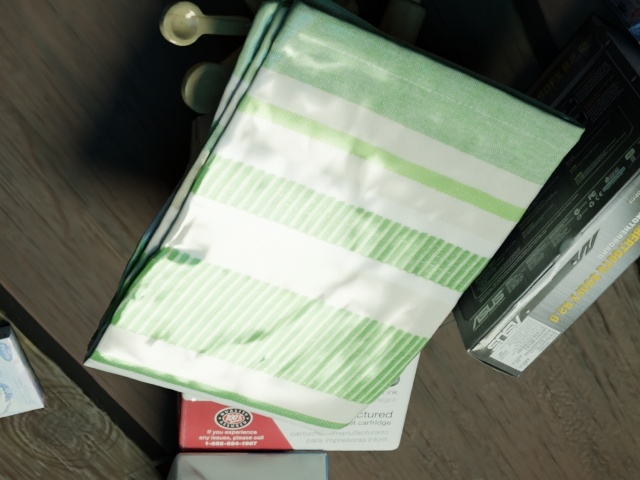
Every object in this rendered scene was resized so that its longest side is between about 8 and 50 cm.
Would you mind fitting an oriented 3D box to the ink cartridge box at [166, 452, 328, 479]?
[{"bbox_3d":[-0.079,0.258,1.039,0.134,0.078,0.231,2,157,-11],"label":"ink cartridge box"}]

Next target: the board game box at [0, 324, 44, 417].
[{"bbox_3d":[-0.305,0.124,0.998,0.090,0.020,0.090,-13,127,1],"label":"board game box"}]

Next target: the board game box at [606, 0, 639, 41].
[{"bbox_3d":[0.358,-0.185,0.857,0.194,0.060,0.194,34,115,-29],"label":"board game box"}]

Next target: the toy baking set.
[{"bbox_3d":[-0.003,-0.171,0.775,0.197,0.030,0.256,20,96,-39],"label":"toy baking set"}]

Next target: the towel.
[{"bbox_3d":[0.000,0.000,0.808,0.248,0.038,0.325,21,117,-23],"label":"towel"}]

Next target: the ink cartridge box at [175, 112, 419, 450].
[{"bbox_3d":[-0.016,0.041,0.927,0.197,0.114,0.273,1,125,-10],"label":"ink cartridge box"}]

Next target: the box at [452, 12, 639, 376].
[{"bbox_3d":[0.182,-0.036,0.861,0.056,0.183,0.231,27,117,-25],"label":"box"}]
